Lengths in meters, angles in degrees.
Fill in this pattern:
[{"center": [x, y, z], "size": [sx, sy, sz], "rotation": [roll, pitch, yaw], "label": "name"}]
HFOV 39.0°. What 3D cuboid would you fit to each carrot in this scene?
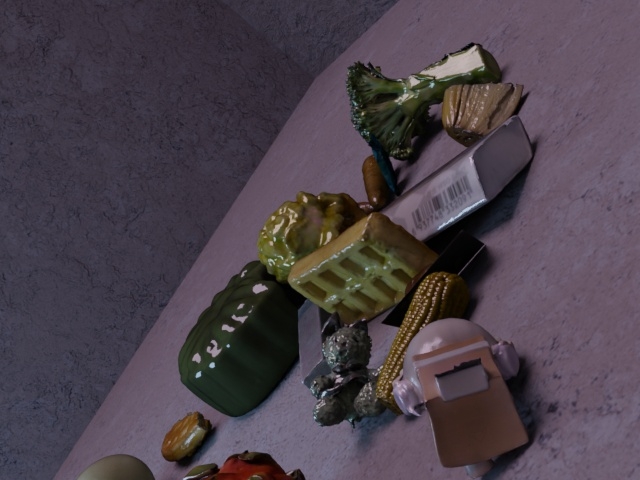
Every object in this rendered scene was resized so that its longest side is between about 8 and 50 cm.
[{"center": [0.128, -0.123, 2.059], "size": [0.078, 0.078, 0.298], "rotation": [-47, 13, 20], "label": "carrot"}]

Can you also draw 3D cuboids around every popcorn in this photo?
[{"center": [0.000, 0.000, 1.865], "size": [0.259, 0.259, 0.212], "rotation": [-34, 45, 52], "label": "popcorn"}]

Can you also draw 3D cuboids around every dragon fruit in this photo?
[{"center": [-0.104, 0.394, 1.233], "size": [0.227, 0.224, 0.224], "rotation": [-38, 19, 33], "label": "dragon fruit"}]

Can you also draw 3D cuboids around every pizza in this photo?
[{"center": [-0.306, 0.454, 2.062], "size": [0.246, 0.058, 0.127], "rotation": [-40, 19, 47], "label": "pizza"}]

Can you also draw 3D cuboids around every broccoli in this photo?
[{"center": [0.248, -0.327, 2.072], "size": [0.361, 0.252, 0.221], "rotation": [-3, 44, 26], "label": "broccoli"}]

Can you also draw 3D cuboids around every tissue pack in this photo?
[{"center": [0.147, -0.171, 2.030], "size": [0.028, 0.138, 0.085], "rotation": [-21, 19, 15], "label": "tissue pack"}]

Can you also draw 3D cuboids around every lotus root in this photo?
[{"center": [0.311, -0.243, 1.780], "size": [0.159, 0.095, 0.135], "rotation": [12, 62, 30], "label": "lotus root"}]

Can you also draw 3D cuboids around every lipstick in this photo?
[{"center": [0.003, 0.190, 1.699], "size": [0.066, 0.068, 0.317], "rotation": [-48, 14, 12], "label": "lipstick"}]

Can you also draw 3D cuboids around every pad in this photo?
[{"center": [0.178, 0.065, 1.415], "size": [0.190, 0.004, 0.127], "rotation": [-50, -25, 10], "label": "pad"}]

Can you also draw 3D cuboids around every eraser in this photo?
[{"center": [0.194, -0.062, 1.623], "size": [0.213, 0.082, 0.397], "rotation": [-39, 2, -42], "label": "eraser"}]

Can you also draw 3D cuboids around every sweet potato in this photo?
[{"center": [0.070, -0.062, 2.137], "size": [0.226, 0.068, 0.068], "rotation": [-32, 24, 54], "label": "sweet potato"}, {"center": [0.164, 0.089, 1.499], "size": [0.117, 0.049, 0.049], "rotation": [-57, 8, 38], "label": "sweet potato"}]

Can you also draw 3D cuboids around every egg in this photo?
[{"center": [-0.449, 0.565, 1.966], "size": [0.188, 0.188, 0.254], "rotation": [-48, 9, 17], "label": "egg"}]

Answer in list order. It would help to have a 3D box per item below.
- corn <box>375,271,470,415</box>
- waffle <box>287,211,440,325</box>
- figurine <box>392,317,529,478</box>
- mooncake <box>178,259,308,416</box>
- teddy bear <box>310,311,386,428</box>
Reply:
[{"center": [0.146, 0.145, 1.319], "size": [0.231, 0.080, 0.080], "rotation": [-58, 15, -24], "label": "corn"}, {"center": [0.073, 0.059, 1.600], "size": [0.274, 0.168, 0.057], "rotation": [-34, 27, 48], "label": "waffle"}, {"center": [0.170, 0.175, 1.103], "size": [0.162, 0.141, 0.237], "rotation": [-22, 14, 2], "label": "figurine"}, {"center": [-0.165, 0.205, 1.977], "size": [0.351, 0.187, 0.351], "rotation": [-47, 17, 19], "label": "mooncake"}, {"center": [0.051, 0.218, 1.408], "size": [0.133, 0.111, 0.213], "rotation": [-8, 34, 4], "label": "teddy bear"}]
